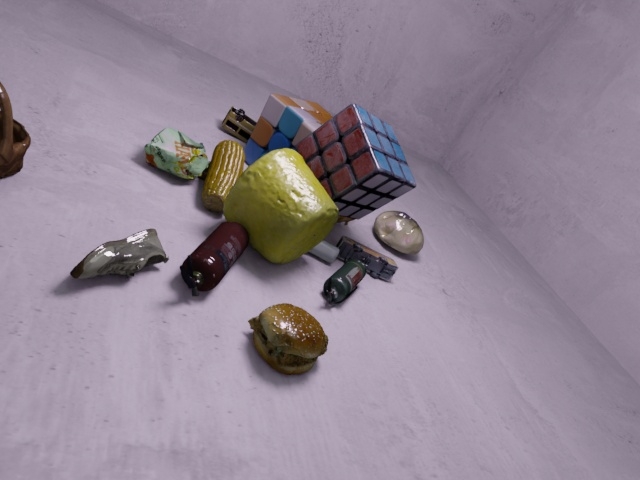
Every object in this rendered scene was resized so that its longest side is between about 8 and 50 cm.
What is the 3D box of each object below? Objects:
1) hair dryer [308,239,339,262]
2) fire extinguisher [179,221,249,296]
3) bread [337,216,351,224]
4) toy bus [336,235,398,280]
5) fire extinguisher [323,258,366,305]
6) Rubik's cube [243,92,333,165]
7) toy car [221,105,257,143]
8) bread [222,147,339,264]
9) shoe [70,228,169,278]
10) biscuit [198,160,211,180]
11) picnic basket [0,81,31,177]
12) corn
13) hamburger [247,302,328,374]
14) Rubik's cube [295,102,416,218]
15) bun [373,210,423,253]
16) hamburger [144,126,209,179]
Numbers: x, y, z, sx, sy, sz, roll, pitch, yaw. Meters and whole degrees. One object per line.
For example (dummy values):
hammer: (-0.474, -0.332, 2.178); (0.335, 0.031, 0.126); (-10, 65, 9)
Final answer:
hair dryer: (0.000, 0.000, 1.837); (0.131, 0.073, 0.236); (29, 18, -12)
fire extinguisher: (-0.312, 0.047, 1.327); (0.115, 0.135, 0.337); (-1, 25, 12)
bread: (0.005, -0.162, 1.959); (0.237, 0.165, 0.376); (33, 19, 26)
toy bus: (0.183, 0.070, 1.875); (0.268, 0.092, 0.106); (25, 19, -14)
fire extinguisher: (0.076, 0.151, 1.617); (0.093, 0.118, 0.294); (4, 17, 23)
Rubik's cube: (-0.088, -0.420, 2.118); (0.344, 0.346, 0.347); (45, 28, 24)
toy car: (-0.357, -0.549, 2.291); (0.257, 0.124, 0.101); (32, 25, -22)
bread: (-0.131, -0.103, 1.572); (0.307, 0.348, 0.348); (50, 30, 11)
shoe: (-0.496, 0.049, 1.165); (0.098, 0.103, 0.275); (50, 31, 4)
biscuit: (-0.361, -0.255, 1.880); (0.320, 0.047, 0.183); (24, 31, -19)
picnic basket: (-0.869, -0.297, 1.098); (0.293, 0.337, 0.337); (30, 27, -6)
corn: (-0.360, -0.240, 1.718); (0.131, 0.131, 0.344); (23, 44, -19)
hamburger: (-0.073, 0.254, 1.250); (0.215, 0.122, 0.189); (11, 32, -41)
Rubik's cube: (0.134, -0.287, 1.770); (0.301, 0.304, 0.304); (6, 61, -53)
bun: (0.389, -0.046, 2.208); (0.273, 0.168, 0.273); (28, 19, -11)
hamburger: (-0.513, -0.318, 1.713); (0.214, 0.125, 0.235); (26, 27, -4)
